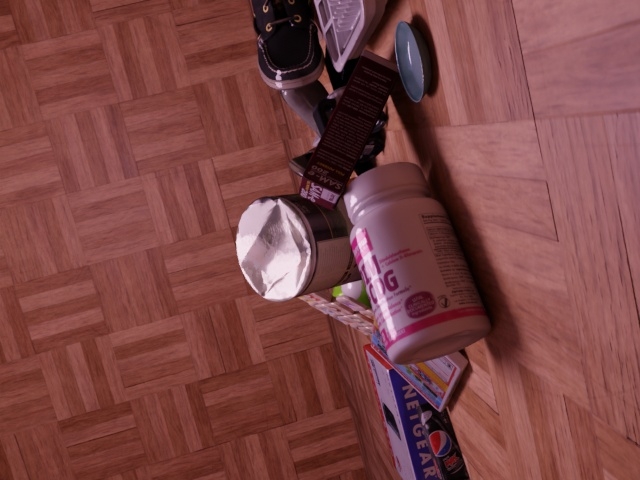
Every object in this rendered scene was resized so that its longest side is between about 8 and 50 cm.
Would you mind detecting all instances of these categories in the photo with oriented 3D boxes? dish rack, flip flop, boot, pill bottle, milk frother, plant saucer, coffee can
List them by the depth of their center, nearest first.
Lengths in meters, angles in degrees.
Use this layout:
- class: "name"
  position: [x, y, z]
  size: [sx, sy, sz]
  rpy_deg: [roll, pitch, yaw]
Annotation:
- class: "plant saucer"
  position: [0.138, -0.264, 1.068]
  size: [0.119, 0.021, 0.119]
  rpy_deg: [165, 90, -83]
- class: "pill bottle"
  position: [0.139, 0.033, 1.124]
  size: [0.160, 0.160, 0.283]
  rpy_deg: [90, 163, -67]
- class: "dish rack"
  position: [0.042, -0.459, 1.224]
  size: [0.333, 0.072, 0.286]
  rpy_deg: [159, 97, -84]
- class: "boot"
  position: [-0.086, -0.496, 1.423]
  size: [0.284, 0.138, 0.377]
  rpy_deg: [75, -171, -45]
- class: "milk frother"
  position: [0.072, -0.248, 1.426]
  size: [0.143, 0.129, 0.135]
  rpy_deg: [-36, 61, 36]
- class: "coffee can"
  position: [0.000, 0.000, 1.453]
  size: [0.201, 0.275, 0.202]
  rpy_deg: [8, 103, 40]
- class: "boot"
  position: [0.025, -0.243, 1.547]
  size: [0.246, 0.083, 0.161]
  rpy_deg: [39, -166, -47]
- class: "flip flop"
  position: [0.011, -0.172, 1.638]
  size: [0.112, 0.080, 0.277]
  rpy_deg: [41, -157, 4]

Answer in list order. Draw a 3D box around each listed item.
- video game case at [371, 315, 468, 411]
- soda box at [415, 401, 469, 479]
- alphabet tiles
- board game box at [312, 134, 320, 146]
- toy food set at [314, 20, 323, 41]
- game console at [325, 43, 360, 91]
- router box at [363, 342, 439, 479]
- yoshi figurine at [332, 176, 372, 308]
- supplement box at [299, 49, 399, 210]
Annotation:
- class: "video game case"
  position: [0.181, 0.216, 1.405]
  size: [0.204, 0.025, 0.285]
  rpy_deg: [43, 160, 20]
- class: "soda box"
  position: [0.252, 0.419, 1.518]
  size: [0.060, 0.053, 0.169]
  rpy_deg: [96, 158, -72]
- class: "alphabet tiles"
  position: [0.079, 0.170, 1.590]
  size: [0.021, 0.284, 0.278]
  rpy_deg: [-65, 13, -13]
- class: "board game box"
  position: [0.021, -0.278, 1.756]
  size: [0.154, 0.026, 0.103]
  rpy_deg: [-168, 101, -82]
- class: "toy food set"
  position: [-0.116, -0.619, 1.811]
  size: [0.220, 0.092, 0.306]
  rpy_deg: [53, 179, -39]
- class: "game console"
  position: [0.013, -0.477, 1.546]
  size: [0.213, 0.043, 0.361]
  rpy_deg: [95, 159, -71]
- class: "router box"
  position: [0.208, 0.429, 1.779]
  size: [0.301, 0.082, 0.336]
  rpy_deg: [-170, 65, -83]
- class: "yoshi figurine"
  position: [0.062, 0.045, 1.772]
  size: [0.203, 0.203, 0.362]
  rpy_deg: [6, -115, -80]
- class: "supplement box"
  position: [0.047, -0.180, 1.219]
  size: [0.130, 0.073, 0.239]
  rpy_deg: [113, -178, -79]
